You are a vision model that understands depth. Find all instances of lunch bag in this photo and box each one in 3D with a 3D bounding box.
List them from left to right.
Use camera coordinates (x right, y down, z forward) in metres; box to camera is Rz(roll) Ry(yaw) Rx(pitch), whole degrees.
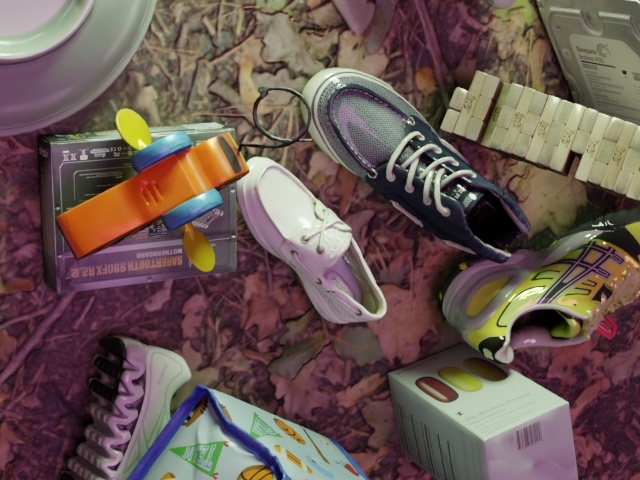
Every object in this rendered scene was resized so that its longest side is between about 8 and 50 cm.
[{"bbox_3d":[-0.116,0.419,1.563,0.385,0.239,0.328,-51,140,3],"label":"lunch bag"}]

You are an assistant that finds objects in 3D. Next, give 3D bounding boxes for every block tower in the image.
[{"bbox_3d":[0.329,-0.123,1.628,0.090,0.336,0.097,-70,162,4],"label":"block tower"}]

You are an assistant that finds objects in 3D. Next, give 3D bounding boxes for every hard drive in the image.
[{"bbox_3d":[0.427,-0.195,1.704,0.064,0.237,0.338,-35,118,-17],"label":"hard drive"}]

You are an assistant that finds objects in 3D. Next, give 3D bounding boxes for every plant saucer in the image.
[{"bbox_3d":[-0.347,-0.300,1.354,0.401,0.100,0.400,-8,108,-26],"label":"plant saucer"}]

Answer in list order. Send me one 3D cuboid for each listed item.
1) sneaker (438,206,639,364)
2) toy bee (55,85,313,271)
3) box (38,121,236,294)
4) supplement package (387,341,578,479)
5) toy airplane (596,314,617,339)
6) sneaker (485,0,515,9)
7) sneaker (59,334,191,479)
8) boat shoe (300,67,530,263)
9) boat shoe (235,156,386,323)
[{"bbox_3d":[0.363,0.072,1.758,0.385,0.147,0.145,-20,138,-8],"label":"sneaker"},{"bbox_3d":[-0.142,-0.061,1.443,0.298,0.162,0.195,-7,92,6],"label":"toy bee"},{"bbox_3d":[-0.214,-0.042,1.519,0.231,0.056,0.183,-7,107,-25],"label":"box"},{"bbox_3d":[0.214,0.254,1.716,0.139,0.244,0.133,-20,113,-22],"label":"supplement package"},{"bbox_3d":[0.397,0.074,1.884,0.151,0.028,0.151,-3,100,-19],"label":"toy airplane"},{"bbox_3d":[0.125,-0.387,1.584,0.152,0.114,0.305,-44,116,5],"label":"sneaker"},{"bbox_3d":[-0.242,0.265,1.571,0.118,0.110,0.292,13,98,-39],"label":"sneaker"},{"bbox_3d":[0.132,-0.096,1.624,0.340,0.158,0.127,36,86,-31],"label":"boat shoe"},{"bbox_3d":[0.000,0.000,1.608,0.277,0.096,0.098,51,59,-32],"label":"boat shoe"}]
